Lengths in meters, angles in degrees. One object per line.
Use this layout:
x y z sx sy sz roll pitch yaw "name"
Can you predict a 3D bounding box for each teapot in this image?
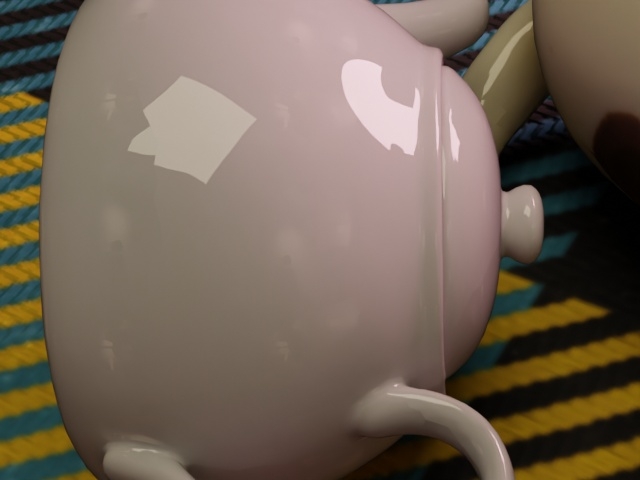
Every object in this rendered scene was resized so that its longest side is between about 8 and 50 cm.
0.000 0.000 0.559 0.187 0.256 0.252 1 3 6 "teapot"

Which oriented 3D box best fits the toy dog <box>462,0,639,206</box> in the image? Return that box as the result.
0.234 -0.040 0.542 0.395 0.284 0.408 -14 45 13 "toy dog"
